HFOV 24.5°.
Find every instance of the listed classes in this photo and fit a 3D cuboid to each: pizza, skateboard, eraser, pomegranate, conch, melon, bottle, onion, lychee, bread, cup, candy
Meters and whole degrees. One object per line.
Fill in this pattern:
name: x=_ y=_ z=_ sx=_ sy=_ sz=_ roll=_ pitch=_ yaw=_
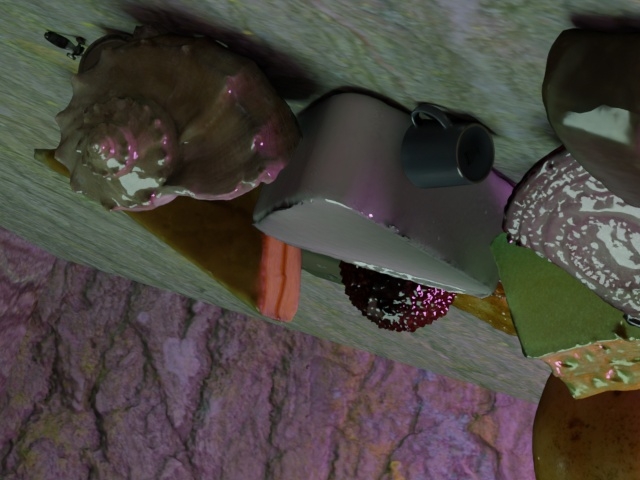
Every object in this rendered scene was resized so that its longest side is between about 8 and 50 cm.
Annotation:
pizza: x=0.239 y=0.062 z=2.303 sx=0.287 sy=0.075 sz=0.280 roll=22 pitch=166 yaw=-1
skateboard: x=-0.315 y=-0.240 z=1.906 sx=0.064 sy=0.032 sz=0.083 roll=26 pitch=172 yaw=29
eraser: x=0.045 y=-0.060 z=1.815 sx=0.331 sy=0.150 sz=0.331 roll=17 pitch=169 yaw=4
pomegranate: x=0.525 y=0.337 z=2.262 sx=0.416 sy=0.417 sz=0.416 roll=20 pitch=170 yaw=4
conch: x=-0.143 y=-0.143 z=1.663 sx=0.263 sy=0.324 sz=0.186 roll=18 pitch=125 yaw=21
melon: x=0.404 y=0.079 z=1.677 sx=0.343 sy=0.226 sz=0.331 roll=-16 pitch=127 yaw=28
bottle: x=-0.232 y=-0.186 z=1.821 sx=0.099 sy=0.099 sz=0.152 roll=16 pitch=166 yaw=21
onion: x=0.339 y=-0.036 z=1.499 sx=0.250 sy=0.111 sz=0.247 roll=35 pitch=144 yaw=4
lychee: x=0.122 y=0.048 z=2.168 sx=0.188 sy=0.188 sz=0.188 roll=20 pitch=170 yaw=4
bread: x=-0.219 y=-0.021 z=2.084 sx=0.361 sy=0.245 sz=0.233 roll=3 pitch=174 yaw=11
cup: x=0.138 y=-0.106 z=1.622 sx=0.077 sy=0.078 sz=0.100 roll=2 pitch=129 yaw=46
candy: x=0.281 y=-0.098 z=1.270 sx=0.104 sy=0.102 sz=0.234 roll=12 pitch=168 yaw=43

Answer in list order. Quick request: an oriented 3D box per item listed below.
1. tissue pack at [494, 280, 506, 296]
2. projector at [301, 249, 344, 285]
tissue pack: x=0.273 y=0.019 z=1.943 sx=0.183 sy=0.092 sz=0.226 roll=27 pitch=170 yaw=-36
projector: x=0.000 y=0.000 z=2.375 sx=0.193 sy=0.088 sz=0.269 roll=16 pitch=168 yaw=28
